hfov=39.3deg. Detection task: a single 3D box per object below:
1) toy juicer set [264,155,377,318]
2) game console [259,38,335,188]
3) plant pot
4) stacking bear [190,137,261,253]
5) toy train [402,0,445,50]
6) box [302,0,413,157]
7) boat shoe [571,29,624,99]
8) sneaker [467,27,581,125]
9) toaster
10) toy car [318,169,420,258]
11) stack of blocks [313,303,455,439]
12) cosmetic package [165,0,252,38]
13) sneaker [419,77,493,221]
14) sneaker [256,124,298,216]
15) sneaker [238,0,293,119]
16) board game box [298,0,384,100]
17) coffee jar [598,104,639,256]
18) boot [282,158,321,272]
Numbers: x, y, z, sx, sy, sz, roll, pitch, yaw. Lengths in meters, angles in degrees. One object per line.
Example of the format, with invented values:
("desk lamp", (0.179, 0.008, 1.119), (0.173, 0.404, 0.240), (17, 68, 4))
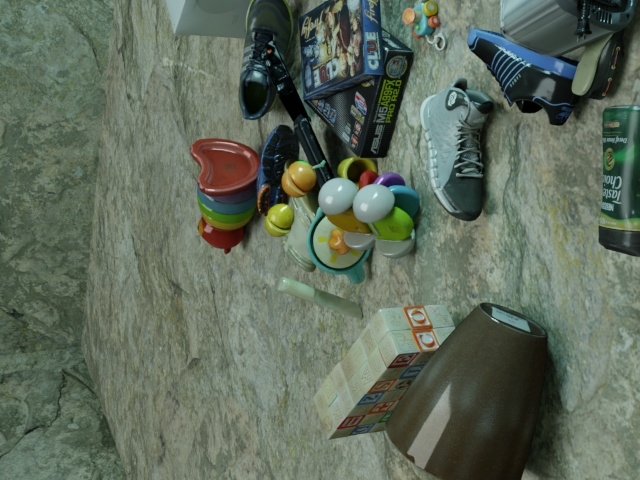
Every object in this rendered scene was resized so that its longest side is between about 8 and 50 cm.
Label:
("toy juicer set", (0.000, 0.000, 1.711), (0.089, 0.209, 0.328), (-155, 66, -69))
("game console", (-0.032, -0.231, 1.847), (0.213, 0.044, 0.361), (46, -160, -80))
("plant pot", (0.237, 0.216, 1.319), (0.215, 0.216, 0.230), (40, 113, 54))
("stacking bear", (-0.235, -0.091, 2.210), (0.289, 0.164, 0.175), (103, 156, -49))
("toy train", (0.185, -0.405, 1.489), (0.125, 0.046, 0.166), (49, 134, 50))
("box", (0.064, -0.312, 1.714), (0.270, 0.060, 0.216), (52, 138, 47))
("boat shoe", (0.369, -0.248, 1.162), (0.049, 0.042, 0.132), (-131, 55, -66))
("sneaker", (0.281, -0.239, 1.286), (0.232, 0.082, 0.090), (43, 123, 51))
("toaster", (0.314, -0.330, 1.134), (0.146, 0.129, 0.226), (159, 124, -66))
("toy car", (0.099, -0.062, 1.605), (0.182, 0.159, 0.136), (13, 61, 41))
("stack of blocks", (0.126, 0.226, 1.534), (0.297, 0.171, 0.087), (-59, 43, 46))
("cosmetic package", (-0.213, -0.587, 2.036), (0.224, 0.225, 0.138), (-57, 42, 48))
("sneaker", (0.226, -0.153, 1.399), (0.132, 0.086, 0.228), (-43, 54, 53))
("sneaker", (-0.111, -0.166, 2.049), (0.087, 0.083, 0.221), (-119, 40, -53))
("sneaker", (-0.124, -0.398, 1.981), (0.121, 0.111, 0.299), (-85, 2, -58))
("board game box", (0.034, -0.362, 1.655), (0.243, 0.042, 0.164), (-7, 86, 63))
("coffee jar", (0.388, -0.072, 1.094), (0.096, 0.079, 0.184), (-154, 63, -76))
("boot", (-0.040, -0.055, 1.926), (0.213, 0.077, 0.165), (62, 146, 34))
